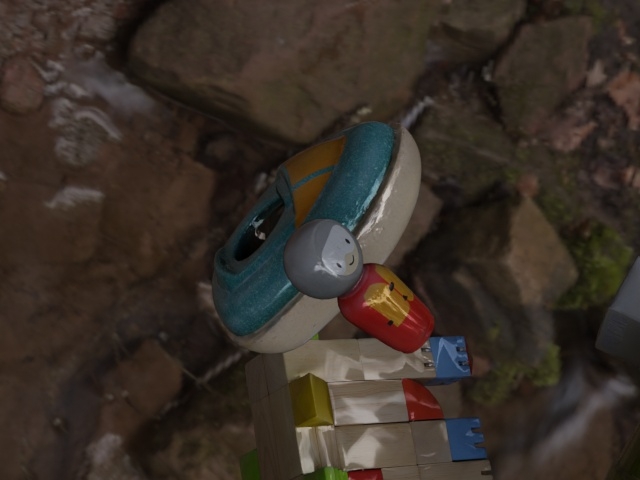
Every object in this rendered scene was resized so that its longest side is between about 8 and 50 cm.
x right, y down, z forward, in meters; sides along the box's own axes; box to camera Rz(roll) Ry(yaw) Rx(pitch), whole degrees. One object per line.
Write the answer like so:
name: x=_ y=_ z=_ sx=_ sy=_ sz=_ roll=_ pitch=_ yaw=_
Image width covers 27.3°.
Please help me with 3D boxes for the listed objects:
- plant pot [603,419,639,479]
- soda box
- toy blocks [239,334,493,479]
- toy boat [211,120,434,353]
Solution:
plant pot: x=0.494 y=0.191 z=1.313 sx=0.366 sy=0.366 sz=0.353 roll=16 pitch=97 yaw=-34
soda box: x=0.488 y=0.134 z=1.596 sx=0.098 sy=0.286 sz=0.091 roll=-52 pitch=158 yaw=-32
toy blocks: x=0.072 y=0.258 z=1.454 sx=0.260 sy=0.190 sz=0.382 roll=1 pitch=70 yaw=-29
toy boat: x=0.000 y=0.000 z=1.229 sx=0.148 sy=0.318 sz=0.267 roll=38 pitch=94 yaw=-23
